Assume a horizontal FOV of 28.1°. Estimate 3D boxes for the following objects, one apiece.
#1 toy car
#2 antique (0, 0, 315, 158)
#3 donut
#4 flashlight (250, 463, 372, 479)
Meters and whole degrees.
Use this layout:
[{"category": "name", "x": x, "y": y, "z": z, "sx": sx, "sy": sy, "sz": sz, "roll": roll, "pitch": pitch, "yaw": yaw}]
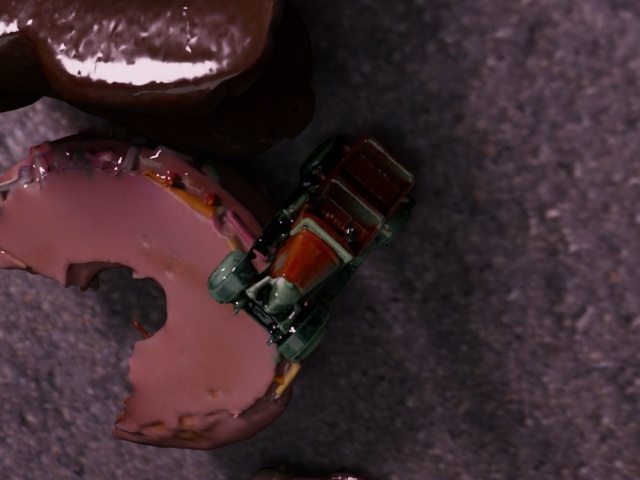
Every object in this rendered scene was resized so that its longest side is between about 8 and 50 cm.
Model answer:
[{"category": "toy car", "x": 0.000, "y": 0.000, "z": 0.727, "sx": 0.073, "sy": 0.143, "sz": 0.054, "roll": 42, "pitch": 143, "yaw": -5}, {"category": "antique", "x": -0.124, "y": -0.117, "z": 0.715, "sx": 0.257, "sy": 0.143, "sz": 0.121, "roll": 11, "pitch": 81, "yaw": 16}, {"category": "donut", "x": -0.097, "y": 0.024, "z": 0.816, "sx": 0.199, "sy": 0.085, "sz": 0.233, "roll": -21, "pitch": 110, "yaw": 32}, {"category": "flashlight", "x": -0.006, "y": 0.175, "z": 0.907, "sx": 0.110, "sy": 0.052, "sz": 0.031, "roll": 1, "pitch": 85, "yaw": 15}]
